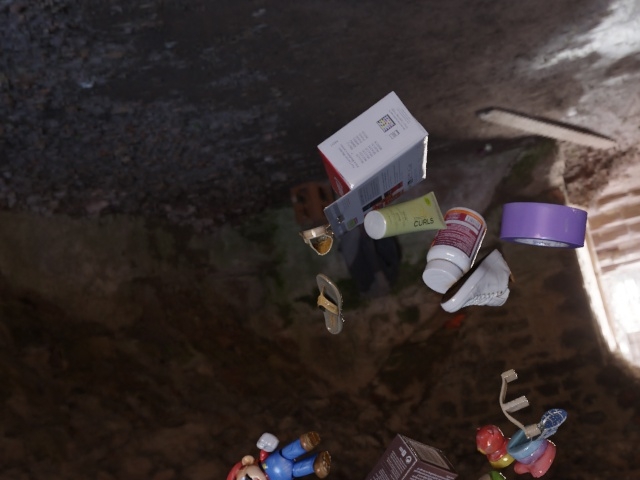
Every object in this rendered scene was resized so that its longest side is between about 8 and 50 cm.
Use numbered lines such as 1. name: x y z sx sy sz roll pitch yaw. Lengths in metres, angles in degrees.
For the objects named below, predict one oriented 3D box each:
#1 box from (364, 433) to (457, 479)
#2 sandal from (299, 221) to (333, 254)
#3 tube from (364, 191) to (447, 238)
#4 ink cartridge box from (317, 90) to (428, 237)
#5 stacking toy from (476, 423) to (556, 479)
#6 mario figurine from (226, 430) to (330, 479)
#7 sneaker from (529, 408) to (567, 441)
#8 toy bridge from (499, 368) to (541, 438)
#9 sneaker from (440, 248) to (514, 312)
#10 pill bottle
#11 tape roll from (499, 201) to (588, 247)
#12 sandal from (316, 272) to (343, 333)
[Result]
1. box: 0.229 0.806 2.304 0.191 0.382 0.143 29 -171 -30
2. sandal: -0.006 0.002 1.962 0.088 0.079 0.240 -17 -178 1
3. tube: 0.194 -0.053 1.633 0.062 0.070 0.240 28 -153 37
4. ink cartridge box: 0.097 -0.156 1.685 0.271 0.130 0.309 -36 166 -2
5. stacking toy: 0.586 0.712 2.415 0.279 0.130 0.309 -46 -173 -30
6. mario figurine: -0.137 0.662 2.084 0.320 0.198 0.170 -30 144 20
7. sneaker: 0.670 0.541 2.181 0.135 0.052 0.058 -43 136 20
8. toy bridge: 0.470 0.399 1.795 0.063 0.188 0.026 -26 129 13
9. sneaker: 0.409 0.124 1.860 0.290 0.123 0.106 -32 174 -46
10. pill bottle: 0.356 0.026 1.987 0.121 0.121 0.221 -21 -148 50
11. tape roll: 0.509 -0.033 1.701 0.188 0.080 0.189 8 177 0
12. sandal: 0.019 0.171 1.931 0.072 0.180 0.049 16 -146 42
